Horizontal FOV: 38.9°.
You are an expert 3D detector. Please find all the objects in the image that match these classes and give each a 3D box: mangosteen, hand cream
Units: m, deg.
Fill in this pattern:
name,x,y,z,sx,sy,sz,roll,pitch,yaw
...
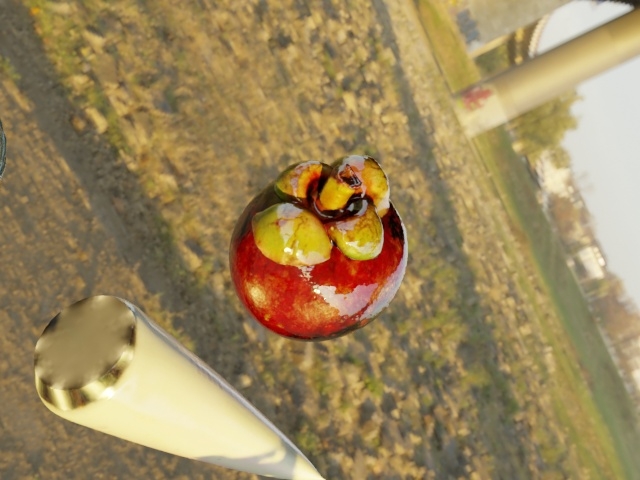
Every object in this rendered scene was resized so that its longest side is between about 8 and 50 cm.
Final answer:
name,x,y,z,sx,sy,sz,roll,pitch,yaw
mangosteen,0.000,0.000,0.857,0.199,0.200,0.200,59,14,-24
hand cream,-0.142,0.176,0.939,0.358,0.186,0.118,47,62,-50

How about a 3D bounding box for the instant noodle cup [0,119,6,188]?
name,x,y,z,sx,sy,sz,roll,pitch,yaw
instant noodle cup,-0.446,-0.046,0.876,0.297,0.214,0.296,19,45,-20
